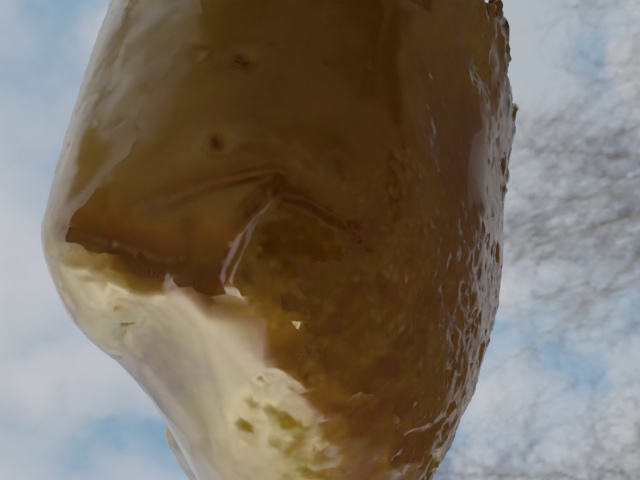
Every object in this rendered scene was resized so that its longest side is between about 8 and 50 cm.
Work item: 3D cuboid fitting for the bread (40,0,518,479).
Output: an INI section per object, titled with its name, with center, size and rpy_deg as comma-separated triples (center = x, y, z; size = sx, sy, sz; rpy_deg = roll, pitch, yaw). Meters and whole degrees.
[bread]
center = 0.000, 0.000, 0.944
size = 0.361, 0.250, 0.394
rpy_deg = 69, -158, -47
